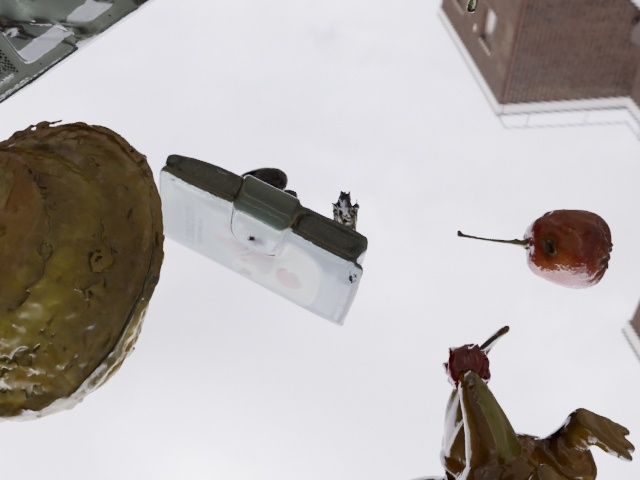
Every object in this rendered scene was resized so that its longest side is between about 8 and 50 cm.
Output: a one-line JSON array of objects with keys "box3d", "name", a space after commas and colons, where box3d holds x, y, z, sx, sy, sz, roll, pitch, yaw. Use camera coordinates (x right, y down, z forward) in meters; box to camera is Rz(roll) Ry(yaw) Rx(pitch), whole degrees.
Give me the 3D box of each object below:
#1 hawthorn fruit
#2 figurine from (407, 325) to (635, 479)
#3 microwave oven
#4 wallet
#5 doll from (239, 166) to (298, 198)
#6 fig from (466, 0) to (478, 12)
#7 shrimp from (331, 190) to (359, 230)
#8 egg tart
[{"box3d": [0.410, 0.013, 1.525, 0.286, 0.165, 0.165, 2, -140, 17], "name": "hawthorn fruit"}, {"box3d": [0.175, 0.325, 0.936, 0.268, 0.387, 0.401, 29, -145, 1], "name": "figurine"}, {"box3d": [-0.504, -0.499, 1.558, 0.432, 0.236, 0.374, -23, -158, 31], "name": "microwave oven"}, {"box3d": [-0.097, -0.005, 1.267, 0.361, 0.252, 0.083, 26, -122, 5], "name": "wallet"}, {"box3d": [-0.114, -0.042, 1.526, 0.135, 0.234, 0.143, -1, -113, 16], "name": "doll"}, {"box3d": [0.236, -0.510, 1.359, 0.149, 0.245, 0.149, -22, -163, 7], "name": "fig"}, {"box3d": [0.000, 0.000, 1.395, 0.150, 0.217, 0.051, -13, -130, -22], "name": "shrimp"}, {"box3d": [-0.409, 0.022, 1.052, 0.444, 0.178, 0.442, -9, -113, 22], "name": "egg tart"}]
